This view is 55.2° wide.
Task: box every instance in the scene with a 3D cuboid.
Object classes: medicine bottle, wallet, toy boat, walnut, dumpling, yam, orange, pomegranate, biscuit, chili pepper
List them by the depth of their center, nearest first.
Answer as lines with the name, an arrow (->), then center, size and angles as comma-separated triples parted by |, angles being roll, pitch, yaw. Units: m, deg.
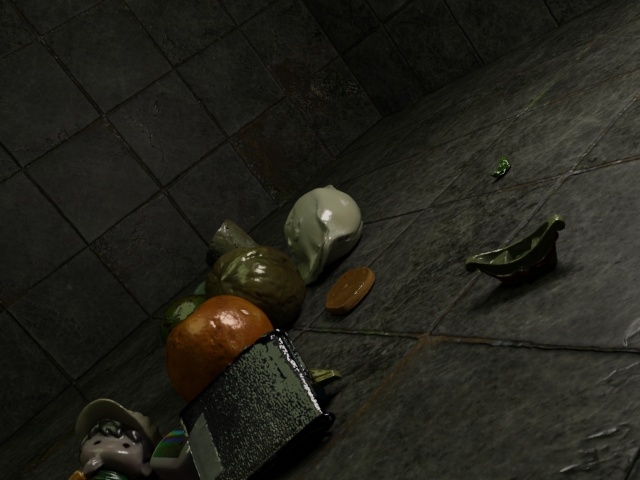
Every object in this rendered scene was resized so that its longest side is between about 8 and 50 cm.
toy boat -> 0.336, 0.026, 1.032 | 0.185, 0.071, 0.089 | -31, 14, 31
wallet -> -0.119, 0.312, 1.084 | 0.262, 0.071, 0.221 | -40, 48, 2
toy boat -> -0.036, 0.292, 1.132 | 0.172, 0.066, 0.065 | -38, -32, 11
medicine bottle -> -0.249, 0.419, 1.213 | 0.219, 0.078, 0.115 | -23, 17, 50
orange -> -0.225, 0.255, 1.401 | 0.261, 0.261, 0.261 | -35, 12, 9
biscuit -> 0.074, 0.122, 1.520 | 0.142, 0.029, 0.221 | -37, 11, 10
chili pepper -> 0.464, -0.184, 1.566 | 0.091, 0.034, 0.030 | -50, -16, -42
walnut -> -0.167, 0.141, 1.623 | 0.227, 0.283, 0.283 | 21, 54, 41
pomegranate -> -0.343, 0.270, 1.684 | 0.230, 0.231, 0.286 | -31, 13, 28
dumpling -> 0.000, 0.000, 1.917 | 0.395, 0.233, 0.316 | -100, 30, -62
yam -> -0.234, 0.081, 1.955 | 0.168, 0.304, 0.168 | -45, 12, 12

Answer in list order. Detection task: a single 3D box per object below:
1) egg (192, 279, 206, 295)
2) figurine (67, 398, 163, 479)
egg -> -0.332, 0.209, 2.029 | 0.169, 0.169, 0.231 | -43, 26, -26
figurine -> -0.451, 0.511, 1.290 | 0.185, 0.205, 0.332 | 4, 45, 1
